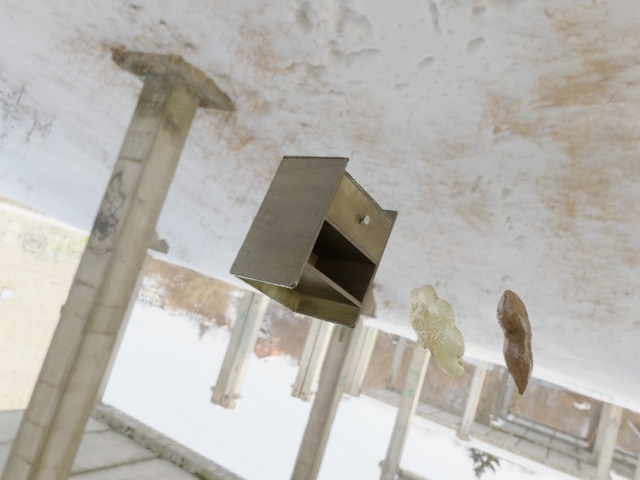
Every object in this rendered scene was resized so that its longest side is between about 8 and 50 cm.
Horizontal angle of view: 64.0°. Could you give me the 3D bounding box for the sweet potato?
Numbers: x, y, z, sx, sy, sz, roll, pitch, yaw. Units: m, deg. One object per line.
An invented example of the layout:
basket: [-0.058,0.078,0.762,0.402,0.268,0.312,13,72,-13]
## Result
sweet potato: [0.356,0.182,0.927,0.065,0.219,0.051,-29,-157,-35]

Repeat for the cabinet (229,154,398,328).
cabinet: [0.000,0.000,0.820,0.148,0.215,0.175,8,158,41]

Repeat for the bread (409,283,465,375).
bread: [0.282,0.209,1.278,0.038,0.182,0.251,-14,-148,-13]
